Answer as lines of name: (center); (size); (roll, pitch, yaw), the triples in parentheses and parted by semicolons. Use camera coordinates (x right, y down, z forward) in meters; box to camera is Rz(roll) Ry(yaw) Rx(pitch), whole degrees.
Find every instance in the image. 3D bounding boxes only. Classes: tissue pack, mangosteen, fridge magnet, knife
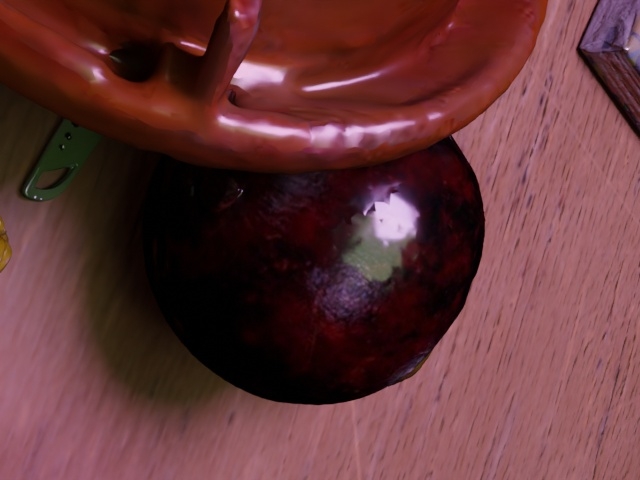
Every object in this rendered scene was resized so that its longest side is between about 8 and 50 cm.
tissue pack: (0.315, -0.174, 0.893); (0.148, 0.060, 0.109); (40, 69, -35)
mangosteen: (0.000, 0.000, 0.545); (0.210, 0.210, 0.210); (-4, 96, -41)
fridge magnet: (-0.042, -0.196, 0.453); (0.363, 0.155, 0.364); (12, 57, -19)
knife: (-0.112, -0.107, 0.558); (0.030, 0.014, 0.207); (44, 67, -37)

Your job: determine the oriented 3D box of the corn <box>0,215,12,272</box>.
corn: (-0.234, 0.089, 0.411); (0.101, 0.101, 0.292); (40, 67, -36)
